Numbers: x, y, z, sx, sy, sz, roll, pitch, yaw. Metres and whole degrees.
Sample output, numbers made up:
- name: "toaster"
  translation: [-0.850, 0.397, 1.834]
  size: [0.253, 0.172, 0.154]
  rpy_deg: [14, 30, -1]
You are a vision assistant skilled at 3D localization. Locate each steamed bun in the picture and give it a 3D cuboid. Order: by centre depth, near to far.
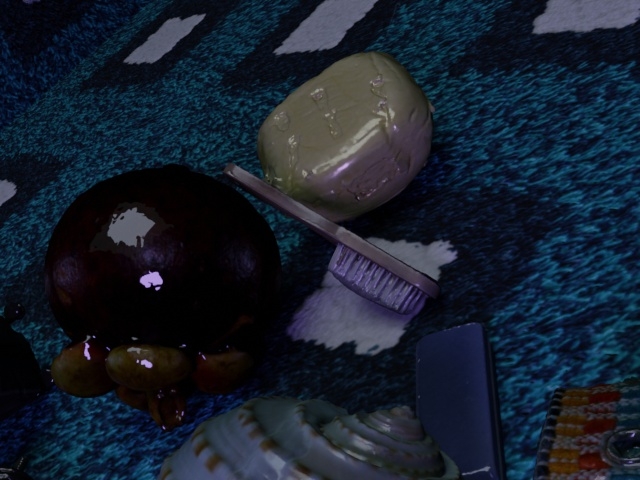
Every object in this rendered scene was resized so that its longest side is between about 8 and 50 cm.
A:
- name: "steamed bun"
  translation: [0.043, -0.131, 1.348]
  size: [0.273, 0.166, 0.232]
  rpy_deg: [-36, 43, 5]

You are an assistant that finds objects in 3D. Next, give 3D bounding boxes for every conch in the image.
- name: "conch"
  translation: [-0.030, 0.268, 0.763]
  size: [0.303, 0.215, 0.319]
  rpy_deg: [27, 69, 19]

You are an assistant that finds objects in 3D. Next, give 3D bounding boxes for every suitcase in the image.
- name: "suitcase"
  translation: [-0.582, 0.232, 1.326]
  size: [0.335, 0.152, 0.229]
  rpy_deg: [-33, -10, 2]

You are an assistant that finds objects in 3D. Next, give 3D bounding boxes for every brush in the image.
- name: "brush"
  translation: [0.000, 0.000, 1.162]
  size: [0.327, 0.070, 0.065]
  rpy_deg: [32, 89, 19]

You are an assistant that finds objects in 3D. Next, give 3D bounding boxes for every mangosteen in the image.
- name: "mangosteen"
  translation: [-0.203, 0.075, 1.184]
  size: [0.307, 0.307, 0.346]
  rpy_deg: [-11, 64, 32]

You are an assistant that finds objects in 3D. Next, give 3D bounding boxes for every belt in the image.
- name: "belt"
  translation: [0.227, 0.215, 0.660]
  size: [0.161, 0.206, 0.295]
  rpy_deg: [-13, 35, 26]

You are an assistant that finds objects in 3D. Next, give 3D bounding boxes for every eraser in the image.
- name: "eraser"
  translation: [0.141, 0.179, 0.947]
  size: [0.082, 0.036, 0.225]
  rpy_deg: [-21, 34, 20]

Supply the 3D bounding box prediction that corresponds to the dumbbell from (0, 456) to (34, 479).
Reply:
- name: "dumbbell"
  translation: [-0.410, 0.356, 1.139]
  size: [0.099, 0.099, 0.208]
  rpy_deg: [-17, 35, 25]
